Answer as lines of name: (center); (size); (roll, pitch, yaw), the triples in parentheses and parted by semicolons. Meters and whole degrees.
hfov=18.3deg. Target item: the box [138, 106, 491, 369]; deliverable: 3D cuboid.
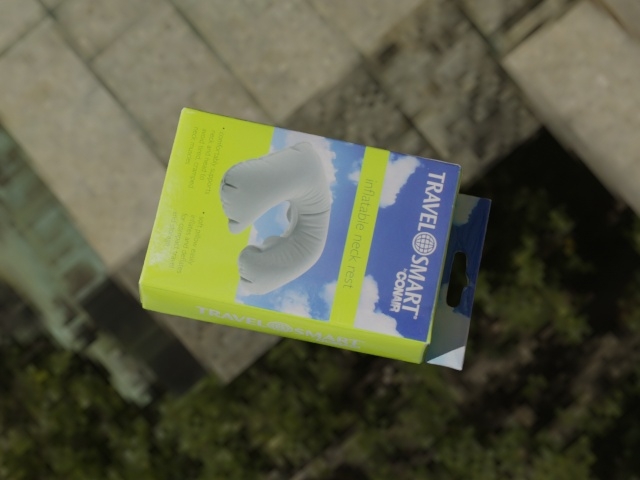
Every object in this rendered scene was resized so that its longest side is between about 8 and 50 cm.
box: (0.000, 0.000, 1.079); (0.178, 0.109, 0.042); (11, 160, 1)
